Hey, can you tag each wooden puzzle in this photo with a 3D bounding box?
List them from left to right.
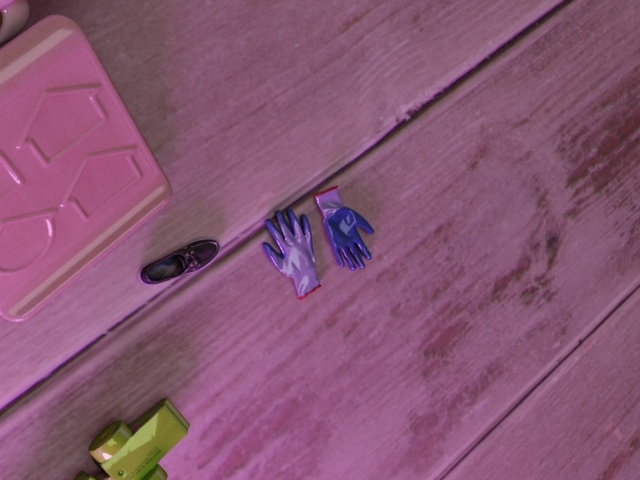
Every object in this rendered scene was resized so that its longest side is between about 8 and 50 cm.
[{"bbox_3d":[-0.403,-0.094,1.148,0.322,0.080,0.347,-43,140,-17],"label":"wooden puzzle"}]

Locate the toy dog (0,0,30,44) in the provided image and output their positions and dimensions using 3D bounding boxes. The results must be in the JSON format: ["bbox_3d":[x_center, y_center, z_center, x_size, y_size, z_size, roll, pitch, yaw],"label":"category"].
[{"bbox_3d":[-0.452,-0.377,0.996,0.408,0.395,0.284,-29,97,-16],"label":"toy dog"}]

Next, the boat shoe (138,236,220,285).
[{"bbox_3d":[-0.218,0.035,1.308,0.142,0.040,0.049,-26,100,-23],"label":"boat shoe"}]

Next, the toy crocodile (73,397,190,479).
[{"bbox_3d":[-0.333,0.374,1.226,0.340,0.105,0.115,-48,108,-22],"label":"toy crocodile"}]

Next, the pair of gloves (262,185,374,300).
[{"bbox_3d":[0.000,0.000,1.421,0.198,0.023,0.159,-28,102,-22],"label":"pair of gloves"}]
